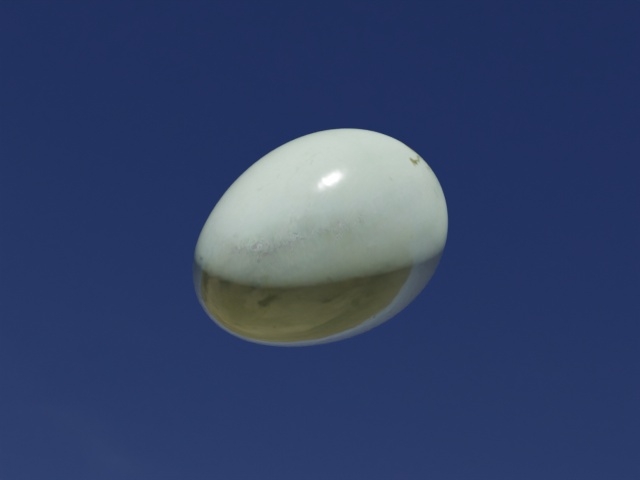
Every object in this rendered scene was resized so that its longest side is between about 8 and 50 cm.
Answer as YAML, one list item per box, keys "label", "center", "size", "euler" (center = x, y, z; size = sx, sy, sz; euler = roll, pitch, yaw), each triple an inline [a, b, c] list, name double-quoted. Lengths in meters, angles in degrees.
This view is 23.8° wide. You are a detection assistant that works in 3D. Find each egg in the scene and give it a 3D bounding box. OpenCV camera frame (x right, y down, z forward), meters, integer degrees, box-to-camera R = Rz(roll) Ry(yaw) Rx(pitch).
- label: "egg"
  center: [0.000, 0.000, 1.348]
  size: [0.183, 0.264, 0.183]
  euler: [26, -52, 38]
